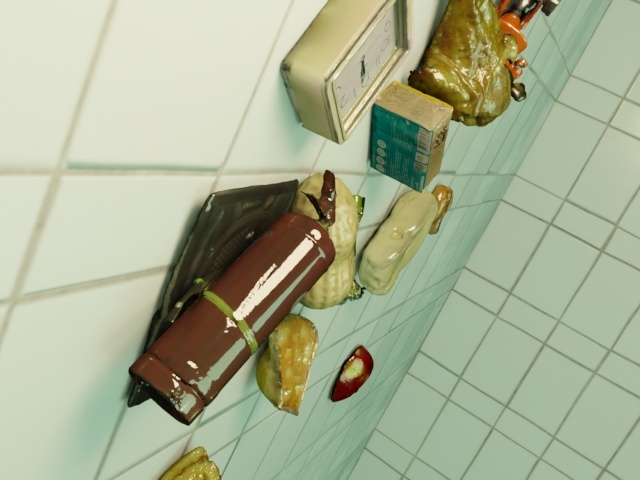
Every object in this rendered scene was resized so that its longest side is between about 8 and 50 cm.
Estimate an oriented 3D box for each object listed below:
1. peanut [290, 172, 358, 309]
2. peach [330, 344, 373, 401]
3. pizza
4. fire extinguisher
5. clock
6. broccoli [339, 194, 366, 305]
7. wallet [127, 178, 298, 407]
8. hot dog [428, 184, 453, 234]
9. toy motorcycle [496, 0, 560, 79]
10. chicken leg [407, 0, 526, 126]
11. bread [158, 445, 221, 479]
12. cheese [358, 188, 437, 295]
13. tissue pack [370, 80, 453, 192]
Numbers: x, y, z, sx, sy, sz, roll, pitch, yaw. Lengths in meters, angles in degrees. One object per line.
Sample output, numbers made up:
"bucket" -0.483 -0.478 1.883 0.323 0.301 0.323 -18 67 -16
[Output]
"peanut" 0.000 0.000 1.026 0.123 0.123 0.257 -43 148 -39
"peach" 0.102 0.433 2.015 0.189 0.068 0.279 -48 159 -23
"pizza" -0.082 0.219 1.220 0.204 0.080 0.188 47 51 -61
"fire extinguisher" -0.083 0.054 0.791 0.341 0.105 0.141 -48 151 -25
"clock" 0.042 -0.236 0.828 0.192 0.071 0.147 -55 161 -14
"broccoli" 0.039 0.015 1.189 0.122 0.118 0.204 17 87 -47
"wallet" -0.134 0.064 0.894 0.247 0.041 0.323 -18 137 -61
"hot dog" 0.321 -0.085 1.791 0.140 0.060 0.090 -60 157 13
"toy motorcycle" 0.371 -0.429 1.293 0.326 0.147 0.221 -55 -177 -5
"chicken leg" 0.234 -0.338 1.105 0.211 0.140 0.361 -42 136 -10
"bread" -0.226 0.455 1.151 0.132 0.103 0.172 -44 159 -30
"cheese" 0.179 -0.006 1.501 0.263 0.093 0.159 -50 163 -28
"tissue pack" 0.153 -0.178 1.125 0.082 0.120 0.169 -51 158 -26
